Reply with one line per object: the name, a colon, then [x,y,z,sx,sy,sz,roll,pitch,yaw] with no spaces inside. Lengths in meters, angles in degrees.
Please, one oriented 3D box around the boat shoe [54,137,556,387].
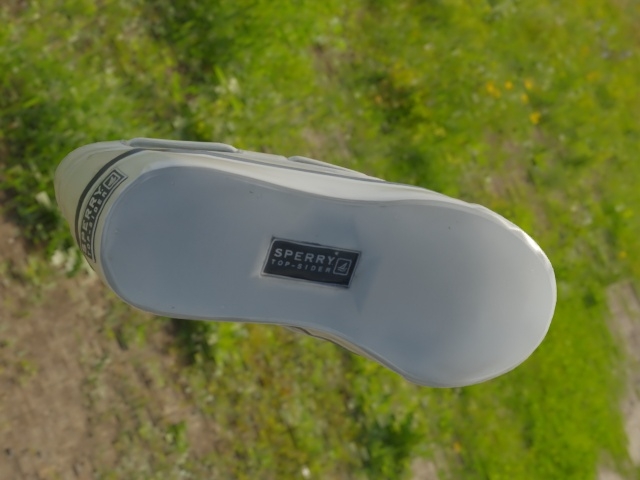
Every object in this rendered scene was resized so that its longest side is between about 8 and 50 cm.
boat shoe: [0.000,0.000,0.661,0.258,0.095,0.084,20,11,-35]
